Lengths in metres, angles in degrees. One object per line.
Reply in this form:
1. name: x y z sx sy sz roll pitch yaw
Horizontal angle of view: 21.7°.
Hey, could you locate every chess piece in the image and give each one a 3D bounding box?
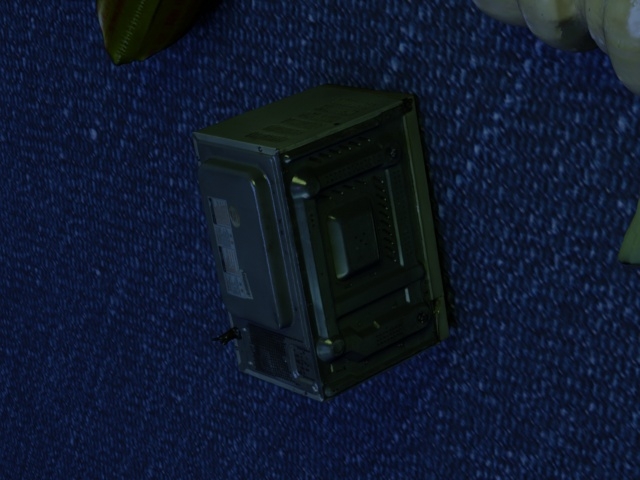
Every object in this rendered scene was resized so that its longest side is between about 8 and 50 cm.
1. chess piece: 0.200 -0.181 1.194 0.261 0.143 0.142 28 133 45

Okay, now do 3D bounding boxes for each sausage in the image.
1. sausage: -0.148 -0.261 1.604 0.317 0.117 0.125 124 146 -54

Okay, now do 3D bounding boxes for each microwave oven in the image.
1. microwave oven: 0.000 0.000 1.522 0.145 0.194 0.240 13 120 47

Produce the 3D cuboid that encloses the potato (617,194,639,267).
1. potato: 0.296 -0.033 1.238 0.149 0.081 0.120 179 99 -70
